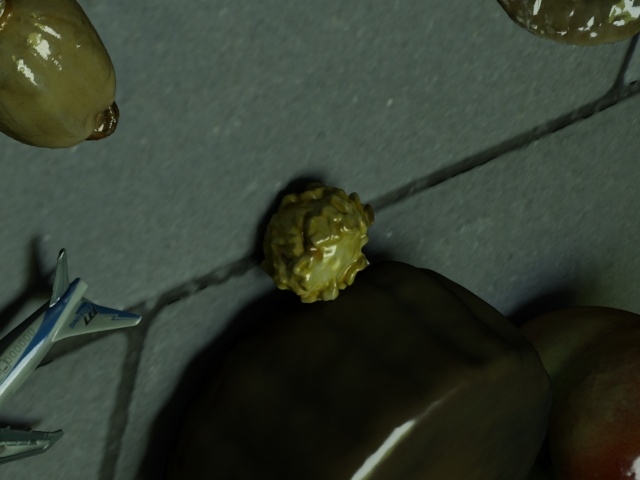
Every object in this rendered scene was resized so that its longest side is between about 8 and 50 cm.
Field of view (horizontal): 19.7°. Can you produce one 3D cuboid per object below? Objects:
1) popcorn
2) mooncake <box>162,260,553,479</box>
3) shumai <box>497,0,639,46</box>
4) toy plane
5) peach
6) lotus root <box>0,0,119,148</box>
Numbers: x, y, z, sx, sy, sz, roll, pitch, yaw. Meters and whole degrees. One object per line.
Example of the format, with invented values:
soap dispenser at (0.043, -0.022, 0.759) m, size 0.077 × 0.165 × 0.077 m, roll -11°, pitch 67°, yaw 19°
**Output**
popcorn at (0.000, 0.000, 1.215) m, size 0.083 × 0.057 × 0.082 m, roll -36°, pitch 142°, yaw -20°
mooncake at (0.025, 0.151, 1.316) m, size 0.290 × 0.161 × 0.290 m, roll -37°, pitch 150°, yaw -26°
shumai at (0.164, -0.219, 1.136) m, size 0.153 × 0.161 × 0.209 m, roll 28°, pitch 66°, yaw -90°
toy plane at (-0.202, 0.100, 1.033) m, size 0.226 × 0.058 × 0.226 m, roll -41°, pitch 155°, yaw -11°
peach at (0.252, 0.173, 1.581) m, size 0.252 × 0.252 × 0.252 m, roll -36°, pitch 149°, yaw -26°
lotus root at (-0.142, -0.088, 0.893) m, size 0.073 × 0.062 × 0.150 m, roll -55°, pitch 153°, yaw -9°
